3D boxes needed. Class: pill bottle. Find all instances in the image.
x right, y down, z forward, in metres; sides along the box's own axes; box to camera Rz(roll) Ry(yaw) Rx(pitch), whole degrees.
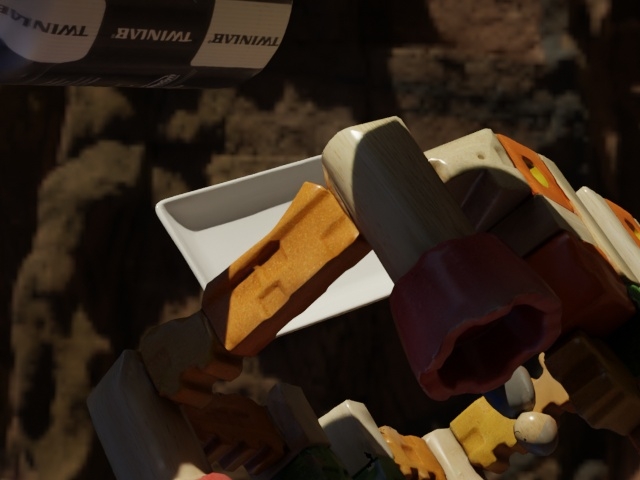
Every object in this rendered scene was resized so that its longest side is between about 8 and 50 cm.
[{"bbox_3d":[-0.142,-0.154,0.856,0.245,0.130,0.130,-6,-81,-48],"label":"pill bottle"}]

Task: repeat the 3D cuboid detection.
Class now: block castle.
[{"bbox_3d":[0.105,0.129,0.948,0.453,0.303,0.213,22,-149,-52],"label":"block castle"}]

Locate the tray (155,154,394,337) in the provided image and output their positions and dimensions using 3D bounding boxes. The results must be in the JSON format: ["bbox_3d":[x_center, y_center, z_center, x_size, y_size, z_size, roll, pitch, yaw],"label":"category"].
[{"bbox_3d":[0.000,0.000,1.228,0.145,0.270,0.030,58,141,18],"label":"tray"}]
